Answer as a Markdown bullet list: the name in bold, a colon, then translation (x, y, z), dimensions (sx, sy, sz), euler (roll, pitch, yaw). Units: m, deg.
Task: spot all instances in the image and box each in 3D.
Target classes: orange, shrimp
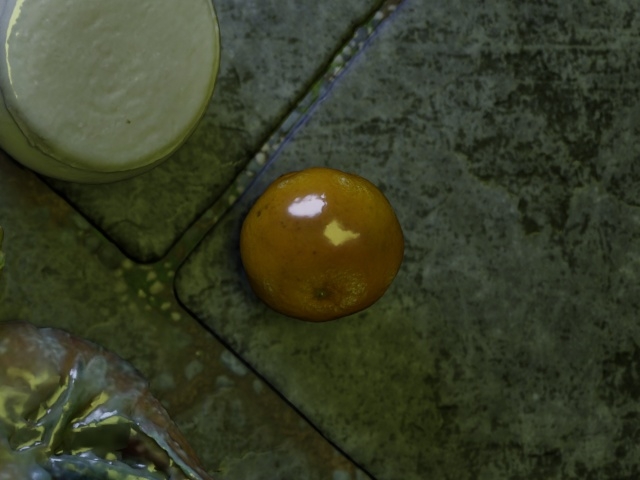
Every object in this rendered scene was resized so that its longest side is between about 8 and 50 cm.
- **orange**: translation (0.000, 0.000, 1.444), dimensions (0.155, 0.154, 0.134), euler (11, 50, -23)
- **shrimp**: translation (-0.182, 0.212, 1.390), dimensions (0.446, 0.110, 0.221), euler (20, 72, -18)

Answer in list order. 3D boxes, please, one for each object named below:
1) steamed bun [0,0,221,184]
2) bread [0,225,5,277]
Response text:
- **steamed bun**: translation (-0.207, -0.166, 1.355), dimensions (0.232, 0.145, 0.232), euler (-8, 104, -32)
- **bread**: translation (-0.324, 0.034, 1.328), dimensions (0.103, 0.110, 0.156), euler (22, 104, 5)
